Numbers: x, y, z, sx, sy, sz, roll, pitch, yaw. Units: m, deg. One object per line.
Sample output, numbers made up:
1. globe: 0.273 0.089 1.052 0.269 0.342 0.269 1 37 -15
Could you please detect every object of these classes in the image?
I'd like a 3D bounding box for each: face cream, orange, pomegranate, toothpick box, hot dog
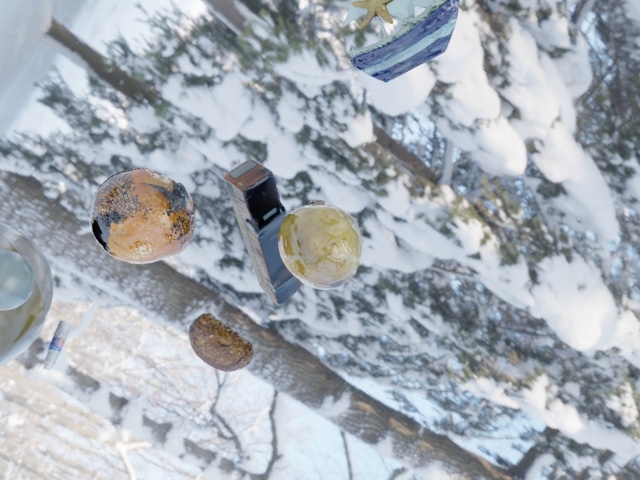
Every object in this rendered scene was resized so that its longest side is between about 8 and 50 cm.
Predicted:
1. face cream: -0.687 0.274 1.682 0.034 0.034 0.130 -20 -130 57
2. orange: -0.398 -0.048 1.451 0.234 0.234 0.182 -41 -134 27
3. pomegranate: 0.000 0.000 1.334 0.196 0.196 0.196 -44 -160 20
4. toothpick box: -0.923 0.151 1.666 0.409 0.409 0.425 -51 -166 2
5. hot dog: -0.206 0.213 1.340 0.065 0.147 0.099 -56 178 32

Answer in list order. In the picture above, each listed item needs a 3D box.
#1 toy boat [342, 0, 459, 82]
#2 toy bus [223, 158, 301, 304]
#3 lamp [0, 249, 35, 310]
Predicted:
1. toy boat: 0.108 -0.433 1.112 0.220 0.291 0.067 -23 -171 27
2. toy bus: -0.119 -0.006 1.459 0.093 0.409 0.092 -38 -125 -22
3. lamp: -0.542 0.068 1.100 0.105 0.105 0.105 -44 -160 20
